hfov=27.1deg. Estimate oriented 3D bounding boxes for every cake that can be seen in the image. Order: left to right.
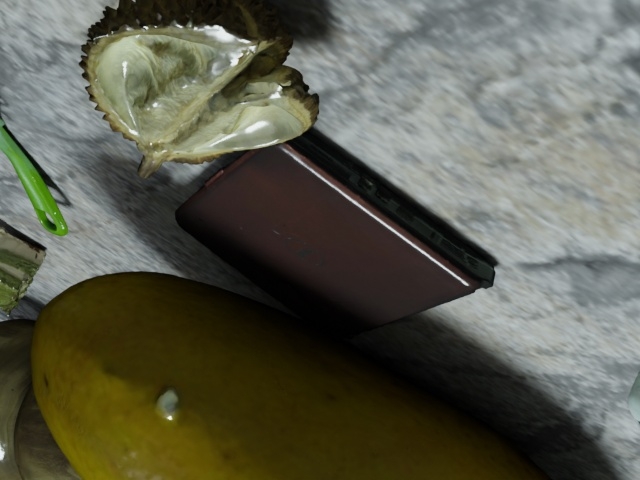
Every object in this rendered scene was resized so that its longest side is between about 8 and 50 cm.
[{"bbox_3d":[-0.277,0.038,1.225,0.055,0.051,0.140,26,161,8],"label":"cake"}]

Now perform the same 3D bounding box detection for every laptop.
[{"bbox_3d":[0.000,0.000,0.809,0.154,0.026,0.207,36,158,-10],"label":"laptop"}]

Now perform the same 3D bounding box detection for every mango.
[{"bbox_3d":[-0.011,0.177,0.927,0.445,0.220,0.301,33,-177,-15],"label":"mango"}]

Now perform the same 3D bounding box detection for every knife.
[{"bbox_3d":[-0.226,-0.057,0.979,0.078,0.022,0.166,24,158,35],"label":"knife"}]

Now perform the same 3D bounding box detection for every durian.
[{"bbox_3d":[-0.056,-0.080,0.632,0.110,0.071,0.140,29,144,-12],"label":"durian"}]

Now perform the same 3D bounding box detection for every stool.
[{"bbox_3d":[-0.234,0.187,1.325,0.264,0.179,0.179,11,152,42],"label":"stool"}]

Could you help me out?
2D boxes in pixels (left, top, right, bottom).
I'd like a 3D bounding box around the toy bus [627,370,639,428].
[{"bbox_3d":[0.224,0.110,0.677,0.089,0.087,0.194,21,159,42],"label":"toy bus"}]
